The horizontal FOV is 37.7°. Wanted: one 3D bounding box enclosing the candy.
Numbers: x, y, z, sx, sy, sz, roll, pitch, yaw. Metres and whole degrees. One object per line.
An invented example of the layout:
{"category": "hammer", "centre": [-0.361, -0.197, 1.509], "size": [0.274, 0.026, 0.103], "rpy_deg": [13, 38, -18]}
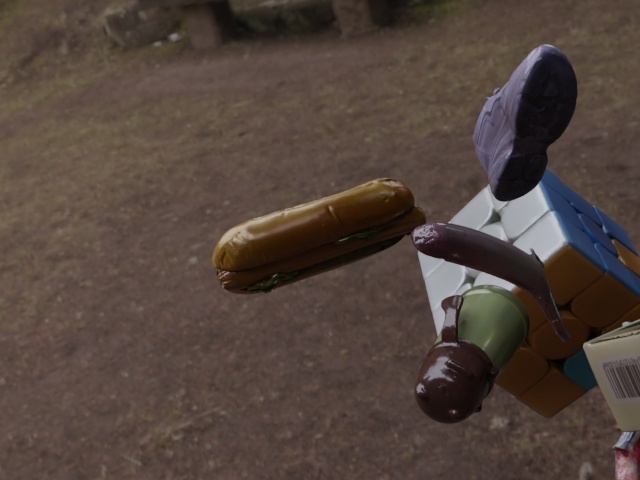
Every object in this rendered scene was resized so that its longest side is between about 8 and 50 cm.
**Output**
{"category": "candy", "centre": [0.419, 0.283, 1.267], "size": [0.124, 0.124, 0.365], "rpy_deg": [-3, 62, 25]}

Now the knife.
{"category": "knife", "centre": [0.199, 0.021, 1.036], "size": [0.053, 0.278, 0.123], "rpy_deg": [-37, 51, 26]}

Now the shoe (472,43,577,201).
{"category": "shoe", "centre": [0.287, -0.187, 1.366], "size": [0.095, 0.245, 0.137], "rpy_deg": [-5, 42, -20]}

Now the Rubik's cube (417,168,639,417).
{"category": "Rubik's cube", "centre": [0.386, 0.080, 1.657], "size": [0.291, 0.291, 0.290], "rpy_deg": [-44, 28, 24]}

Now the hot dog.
{"category": "hot dog", "centre": [0.000, 0.000, 1.053], "size": [0.249, 0.100, 0.068], "rpy_deg": [-20, 52, -14]}

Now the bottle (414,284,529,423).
{"category": "bottle", "centre": [0.082, 0.065, 0.529], "size": [0.047, 0.063, 0.101], "rpy_deg": [-36, 4, 38]}

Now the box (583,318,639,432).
{"category": "box", "centre": [0.354, 0.087, 0.789], "size": [0.168, 0.095, 0.212], "rpy_deg": [-18, -8, -16]}
